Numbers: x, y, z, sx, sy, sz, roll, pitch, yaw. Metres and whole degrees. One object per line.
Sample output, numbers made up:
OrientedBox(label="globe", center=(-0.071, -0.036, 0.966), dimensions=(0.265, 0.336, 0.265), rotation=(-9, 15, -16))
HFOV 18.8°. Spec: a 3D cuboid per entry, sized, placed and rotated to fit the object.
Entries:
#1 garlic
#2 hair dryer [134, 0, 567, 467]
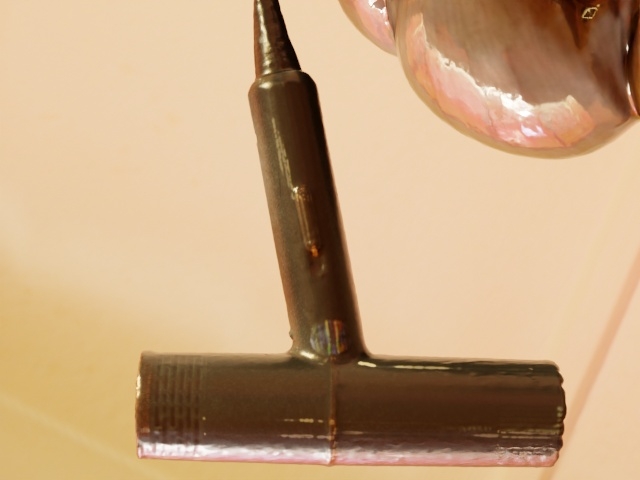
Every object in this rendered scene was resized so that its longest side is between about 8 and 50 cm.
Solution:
OrientedBox(label="garlic", center=(0.106, -0.110, 0.868), dimensions=(0.160, 0.191, 0.214), rotation=(-45, -117, 17))
OrientedBox(label="hair dryer", center=(0.015, -0.005, 0.794), dimensions=(0.173, 0.050, 0.195), rotation=(3, -97, -4))
